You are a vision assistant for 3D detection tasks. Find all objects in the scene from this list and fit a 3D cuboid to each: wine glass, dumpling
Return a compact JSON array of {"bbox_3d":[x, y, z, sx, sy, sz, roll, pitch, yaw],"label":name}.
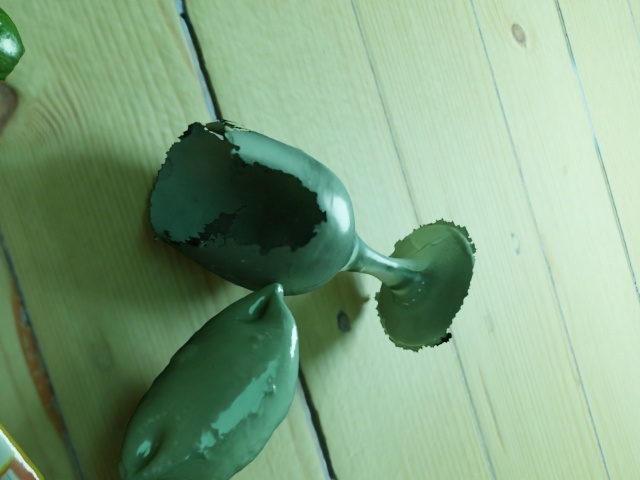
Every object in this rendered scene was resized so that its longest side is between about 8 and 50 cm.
[{"bbox_3d":[0.000,0.000,0.889,0.321,0.143,0.143,21,66,-39],"label":"wine glass"},{"bbox_3d":[-0.087,0.136,0.796,0.105,0.149,0.217,34,68,-1],"label":"dumpling"}]

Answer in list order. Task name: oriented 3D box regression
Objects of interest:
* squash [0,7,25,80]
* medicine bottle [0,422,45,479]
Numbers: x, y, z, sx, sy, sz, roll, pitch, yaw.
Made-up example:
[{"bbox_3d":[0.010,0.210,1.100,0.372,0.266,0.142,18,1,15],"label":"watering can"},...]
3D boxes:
[{"bbox_3d":[-0.304,-0.155,0.649,0.219,0.068,0.077,4,93,-46],"label":"squash"},{"bbox_3d":[-0.282,0.100,0.554,0.112,0.149,0.222,-48,115,-41],"label":"medicine bottle"}]
